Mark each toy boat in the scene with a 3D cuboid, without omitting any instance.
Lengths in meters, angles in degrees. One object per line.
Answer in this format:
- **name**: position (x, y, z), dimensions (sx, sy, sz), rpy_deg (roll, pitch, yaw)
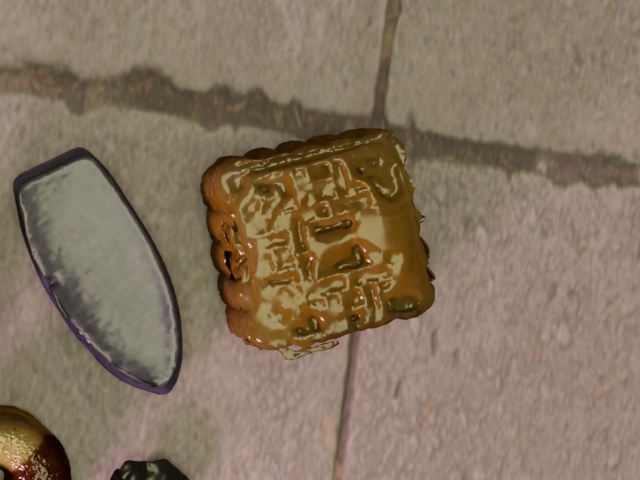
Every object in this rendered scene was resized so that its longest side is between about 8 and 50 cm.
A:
- **toy boat**: position (-0.227, 0.041, 1.608), dimensions (0.127, 0.078, 0.283), rpy_deg (-28, 95, -13)

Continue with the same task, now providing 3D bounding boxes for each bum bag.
- **bum bag**: position (-0.218, 0.321, 1.628), dimensions (0.087, 0.049, 0.198), rpy_deg (33, 83, -34)

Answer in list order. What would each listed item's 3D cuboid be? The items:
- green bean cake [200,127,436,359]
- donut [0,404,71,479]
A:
- **green bean cake**: position (0.000, 0.000, 1.625), dimensions (0.229, 0.131, 0.224), rpy_deg (-14, 94, -10)
- **donut**: position (-0.351, 0.266, 1.587), dimensions (0.184, 0.073, 0.166), rpy_deg (-39, 95, -10)
